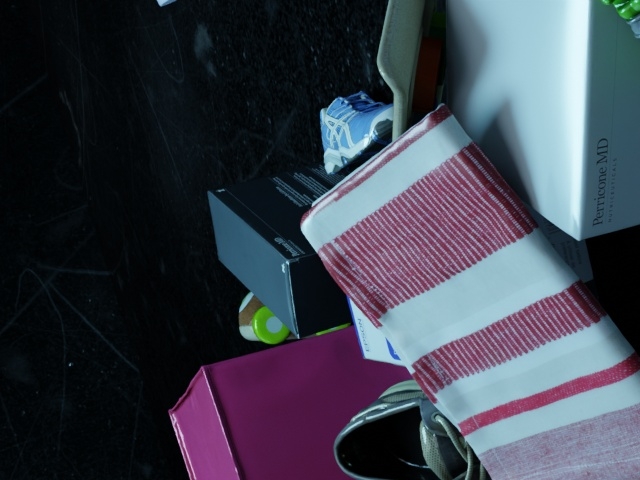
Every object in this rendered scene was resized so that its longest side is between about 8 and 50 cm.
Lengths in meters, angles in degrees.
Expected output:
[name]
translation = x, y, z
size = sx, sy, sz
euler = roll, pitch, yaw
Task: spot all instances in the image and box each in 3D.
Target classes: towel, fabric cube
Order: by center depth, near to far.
[towel]
translation = 0.132, 0.070, 1.113
size = 0.329, 0.037, 0.237
euler = 53, 146, -1
[fabric cube]
translation = -0.014, 0.268, 1.720
size = 0.259, 0.258, 0.254
euler = 130, 122, -66

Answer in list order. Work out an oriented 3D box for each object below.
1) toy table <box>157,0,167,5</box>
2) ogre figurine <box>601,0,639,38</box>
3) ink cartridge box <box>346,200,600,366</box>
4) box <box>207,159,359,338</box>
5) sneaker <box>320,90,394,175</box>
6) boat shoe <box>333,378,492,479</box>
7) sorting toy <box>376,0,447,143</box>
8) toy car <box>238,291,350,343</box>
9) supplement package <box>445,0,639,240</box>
[toy table]
translation = -0.144, -0.401, 1.674
size = 0.274, 0.252, 0.161
euler = -15, 106, 49
[ogre figurine]
translation = 0.280, -0.130, 0.849
size = 0.097, 0.197, 0.118
euler = -82, -26, -58
[ink cartridge box]
translation = 0.123, 0.035, 1.285
size = 0.371, 0.069, 0.175
euler = -1, 104, 63
[box]
translation = 0.000, 0.000, 1.608
size = 0.261, 0.184, 0.103
euler = -140, 41, -59
[sneaker]
translation = 0.042, -0.128, 1.560
size = 0.211, 0.080, 0.081
euler = -19, 89, 69
[boat shoe]
translation = 0.152, 0.193, 1.297
size = 0.355, 0.130, 0.132
euler = -19, 92, 49
[sorting toy]
translation = 0.098, -0.195, 1.191
size = 0.229, 0.041, 0.307
euler = 78, -159, -59
[toy car]
translation = -0.037, 0.039, 1.823
size = 0.155, 0.149, 0.188
euler = 164, 103, -80
[supplement package]
translation = 0.199, -0.168, 1.018
size = 0.204, 0.145, 0.261
euler = -135, 36, -55
